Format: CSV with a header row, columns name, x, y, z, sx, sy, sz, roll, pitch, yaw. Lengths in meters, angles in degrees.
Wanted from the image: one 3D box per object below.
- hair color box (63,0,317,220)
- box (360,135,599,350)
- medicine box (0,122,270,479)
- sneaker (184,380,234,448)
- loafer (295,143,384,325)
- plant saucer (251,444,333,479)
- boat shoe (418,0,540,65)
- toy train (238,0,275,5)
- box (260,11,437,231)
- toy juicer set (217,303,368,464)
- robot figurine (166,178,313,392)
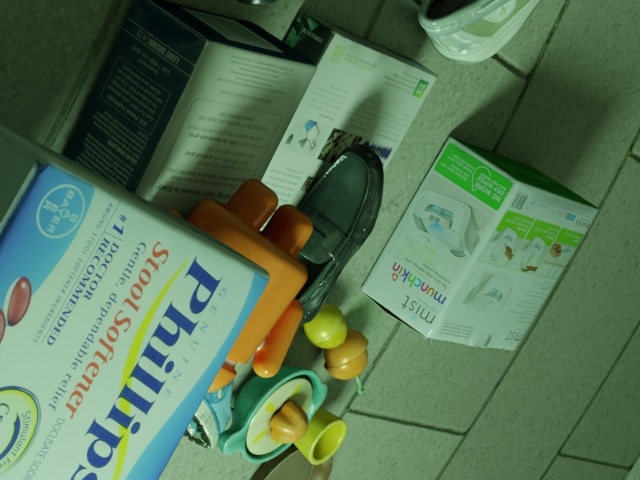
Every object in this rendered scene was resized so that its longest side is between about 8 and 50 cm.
name,x,y,z,sx,sy,sz,roll,pitch,yaw
hair color box,-0.159,-0.047,1.575,0.174,0.105,0.347,6,115,-54
box,0.213,0.013,2.138,0.262,0.127,0.231,11,112,-58
medicine box,-0.226,0.071,1.330,0.289,0.149,0.263,30,89,-50
sneaker,-0.135,0.154,1.851,0.073,0.063,0.162,-45,139,-35
loafer,0.000,0.000,1.765,0.078,0.076,0.223,-15,137,-58
plant saucer,-0.052,0.331,2.184,0.168,0.029,0.168,-34,143,-30
boat shoe,0.229,-0.338,1.824,0.320,0.118,0.103,-48,154,2
toy train,-0.028,-0.369,1.423,0.190,0.142,0.334,-44,149,-40
box,-0.021,-0.074,1.796,0.232,0.058,0.322,13,108,-58
toy juicer set,-0.036,0.176,1.990,0.329,0.089,0.209,11,111,-57
robot figurine,-0.097,0.051,1.529,0.219,0.128,0.158,-53,148,0
